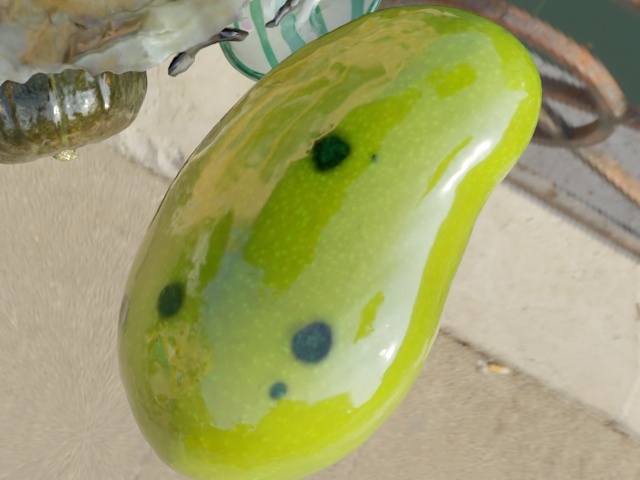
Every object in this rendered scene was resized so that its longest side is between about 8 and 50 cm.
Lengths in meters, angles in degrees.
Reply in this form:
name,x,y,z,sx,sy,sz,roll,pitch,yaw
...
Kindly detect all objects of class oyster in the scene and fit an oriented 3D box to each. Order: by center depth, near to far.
name,x,y,z,sx,sy,sz,roll,pitch,yaw
oyster,-0.068,-0.118,0.452,0.209,0.072,0.132,4,67,30

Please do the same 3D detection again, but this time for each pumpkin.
name,x,y,z,sx,sy,sz,roll,pitch,yaw
pumpkin,-0.297,-0.162,1.398,0.224,0.224,0.157,-16,105,-12

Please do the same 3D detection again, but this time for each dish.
name,x,y,z,sx,sy,sz,roll,pitch,yaw
dish,-0.018,-0.242,1.092,0.246,0.224,0.078,-25,50,-33

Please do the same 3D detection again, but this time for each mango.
name,x,y,z,sx,sy,sz,roll,pitch,yaw
mango,0.000,0.000,0.683,0.175,0.143,0.293,38,97,25
